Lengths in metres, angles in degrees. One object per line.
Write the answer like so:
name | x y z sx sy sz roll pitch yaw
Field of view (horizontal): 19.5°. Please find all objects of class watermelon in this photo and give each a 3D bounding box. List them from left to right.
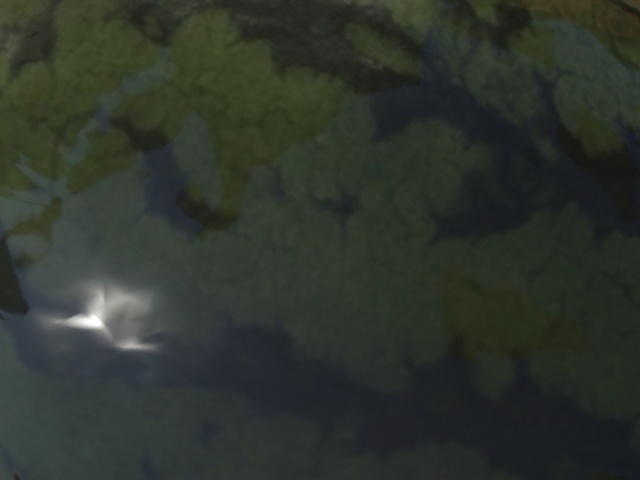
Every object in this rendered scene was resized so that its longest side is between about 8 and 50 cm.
watermelon | 0.000 0.000 0.562 0.359 0.279 0.278 13 111 -6
